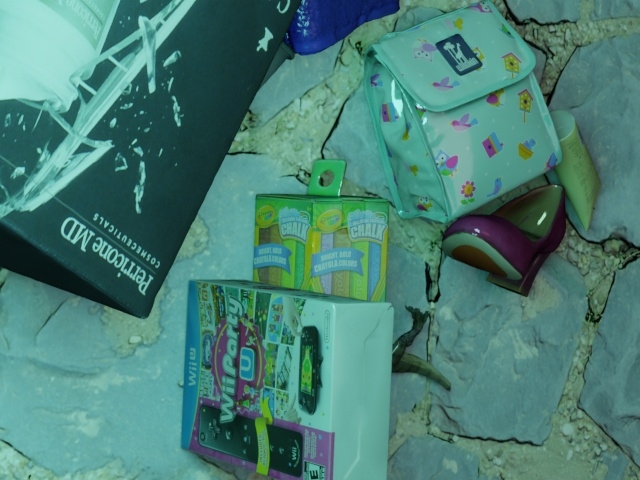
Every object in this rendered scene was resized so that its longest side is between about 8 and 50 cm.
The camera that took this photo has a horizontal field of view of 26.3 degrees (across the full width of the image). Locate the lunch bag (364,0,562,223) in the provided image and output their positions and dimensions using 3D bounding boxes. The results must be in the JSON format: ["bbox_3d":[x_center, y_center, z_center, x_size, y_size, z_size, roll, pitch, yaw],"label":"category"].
[{"bbox_3d":[0.189,-0.185,1.902,0.223,0.160,0.262,-25,107,-26],"label":"lunch bag"}]

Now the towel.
[{"bbox_3d":[0.002,-0.404,1.698,0.227,0.076,0.308,-35,123,-49],"label":"towel"}]

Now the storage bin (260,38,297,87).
[{"bbox_3d":[-0.105,-0.244,1.721,0.135,0.098,0.091,40,81,-33],"label":"storage bin"}]

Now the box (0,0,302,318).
[{"bbox_3d":[-0.295,-0.248,1.361,0.480,0.297,0.472,43,69,-54],"label":"box"}]

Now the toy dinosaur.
[{"bbox_3d":[0.094,0.146,1.925,0.268,0.064,0.118,9,95,-40],"label":"toy dinosaur"}]

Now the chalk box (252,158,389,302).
[{"bbox_3d":[0.000,0.000,1.793,0.132,0.132,0.213,-1,94,-37],"label":"chalk box"}]

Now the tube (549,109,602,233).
[{"bbox_3d":[0.390,-0.108,2.104,0.070,0.062,0.240,-36,140,3],"label":"tube"}]

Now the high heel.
[{"bbox_3d":[0.268,-0.036,1.931,0.181,0.127,0.377,-68,164,-3],"label":"high heel"}]

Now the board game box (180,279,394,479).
[{"bbox_3d":[-0.046,0.170,1.662,0.097,0.303,0.224,1,93,-37],"label":"board game box"}]
